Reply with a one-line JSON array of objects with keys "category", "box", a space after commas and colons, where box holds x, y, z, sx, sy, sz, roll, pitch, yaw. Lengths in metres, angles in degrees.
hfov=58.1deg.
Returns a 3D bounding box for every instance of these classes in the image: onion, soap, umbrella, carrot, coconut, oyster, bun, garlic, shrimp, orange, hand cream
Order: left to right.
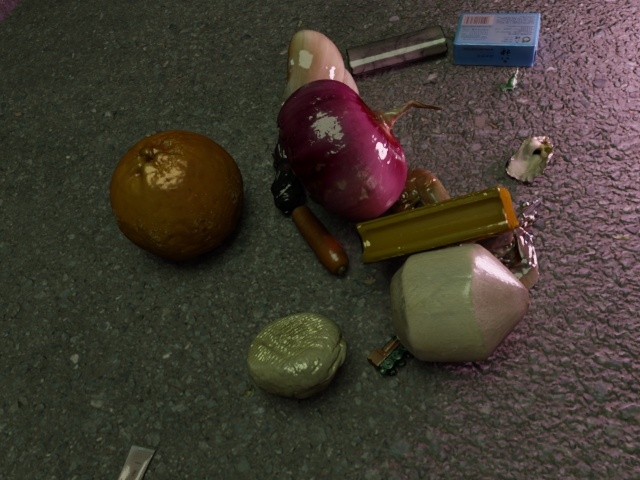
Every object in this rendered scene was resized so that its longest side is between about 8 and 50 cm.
[{"category": "hand cream", "box": [-0.412, 0.539, 1.203, 0.052, 0.038, 0.216, 20, 56, -6]}, {"category": "orange", "box": [-0.368, -0.127, 1.473, 0.340, 0.293, 0.341, -7, 53, 9]}, {"category": "umbrella", "box": [-0.091, -0.219, 1.591, 0.094, 0.090, 0.326, -10, 55, 11]}, {"category": "bun", "box": [-0.041, 0.253, 1.235, 0.220, 0.134, 0.220, -14, 27, 7]}, {"category": "garlic", "box": [-0.014, -0.434, 1.607, 0.249, 0.286, 0.313, -28, 36, 36]}, {"category": "carrot", "box": [0.000, 0.000, 1.436, 0.067, 0.067, 0.225, -32, 53, -8]}, {"category": "onion", "box": [0.067, -0.235, 1.389, 0.358, 0.358, 0.345, 35, 86, 30]}, {"category": "shrimp", "box": [0.264, -0.076, 1.425, 0.145, 0.061, 0.267, -36, 59, 0]}, {"category": "soap", "box": [0.254, -0.029, 1.263, 0.324, 0.204, 0.096, -15, 85, 23]}, {"category": "coconut", "box": [0.283, 0.128, 1.165, 0.265, 0.237, 0.237, -13, 53, 23]}, {"category": "shrimp", "box": [0.437, 0.027, 1.314, 0.164, 0.062, 0.317, 35, 75, 26]}, {"category": "oyster", "box": [0.527, -0.208, 1.454, 0.121, 0.045, 0.146, -5, 63, 7]}]

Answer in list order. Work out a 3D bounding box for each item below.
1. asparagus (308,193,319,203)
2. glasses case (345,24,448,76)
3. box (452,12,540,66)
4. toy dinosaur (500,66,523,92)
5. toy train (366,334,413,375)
[{"category": "asparagus", "box": [0.016, -0.103, 1.527, 0.108, 0.021, 0.025, 21, 67, 24]}, {"category": "glasses case", "box": [0.231, -0.581, 1.768, 0.299, 0.060, 0.114, -13, 52, 5]}, {"category": "box", "box": [0.516, -0.590, 1.691, 0.232, 0.083, 0.143, 8, 59, 17]}, {"category": "toy dinosaur", "box": [0.538, -0.451, 1.630, 0.062, 0.021, 0.083, -17, 55, 18]}, {"category": "toy train", "box": [0.156, 0.244, 1.250, 0.103, 0.044, 0.064, -42, 47, -14]}]
